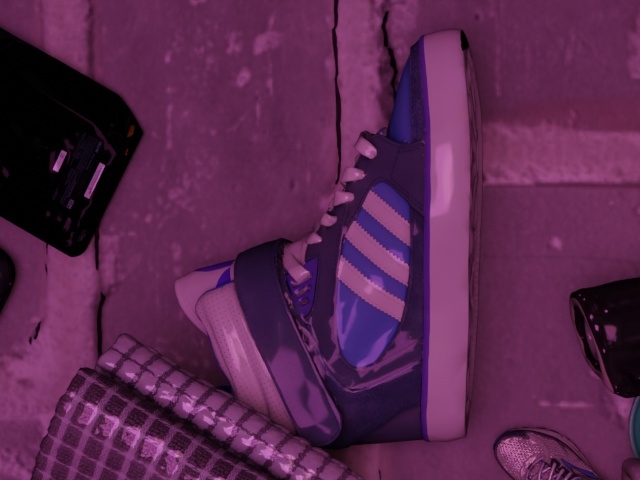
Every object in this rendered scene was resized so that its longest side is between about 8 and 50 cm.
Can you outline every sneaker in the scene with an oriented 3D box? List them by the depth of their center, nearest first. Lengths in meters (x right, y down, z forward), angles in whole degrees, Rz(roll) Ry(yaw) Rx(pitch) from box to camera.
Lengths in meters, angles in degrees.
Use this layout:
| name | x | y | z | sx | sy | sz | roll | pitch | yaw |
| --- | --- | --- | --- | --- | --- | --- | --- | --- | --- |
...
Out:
| name | x | y | z | sx | sy | sz | roll | pitch | yaw |
| --- | --- | --- | --- | --- | --- | --- | --- | --- | --- |
| sneaker | 0.000 | 0.000 | 1.395 | 0.236 | 0.130 | 0.322 | 2 | 99 | 10 |
| sneaker | 0.190 | 0.188 | 1.397 | 0.135 | 0.058 | 0.052 | 32 | 100 | 11 |

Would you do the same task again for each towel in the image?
| name | x | y | z | sx | sy | sz | roll | pitch | yaw |
| --- | --- | --- | --- | --- | --- | --- | --- | --- | --- |
| towel | -0.112 | 0.243 | 1.392 | 0.235 | 0.121 | 0.283 | 28 | 126 | 11 |

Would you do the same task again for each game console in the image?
| name | x | y | z | sx | sy | sz | roll | pitch | yaw |
| --- | --- | --- | --- | --- | --- | --- | --- | --- | --- |
| game console | -0.311 | 0.002 | 1.520 | 0.213 | 0.044 | 0.361 | 30 | 99 | 12 |

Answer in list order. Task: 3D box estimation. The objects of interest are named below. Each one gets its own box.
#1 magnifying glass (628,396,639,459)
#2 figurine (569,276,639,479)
| name | x | y | z | sx | sy | sz | roll | pitch | yaw |
| --- | --- | --- | --- | --- | --- | --- | --- | --- | --- |
| magnifying glass | 0.273 | 0.080 | 1.388 | 0.092 | 0.026 | 0.231 | -5 | 91 | 14 |
| figurine | 0.313 | 0.109 | 1.332 | 0.209 | 0.092 | 0.214 | -17 | 91 | -1 |
